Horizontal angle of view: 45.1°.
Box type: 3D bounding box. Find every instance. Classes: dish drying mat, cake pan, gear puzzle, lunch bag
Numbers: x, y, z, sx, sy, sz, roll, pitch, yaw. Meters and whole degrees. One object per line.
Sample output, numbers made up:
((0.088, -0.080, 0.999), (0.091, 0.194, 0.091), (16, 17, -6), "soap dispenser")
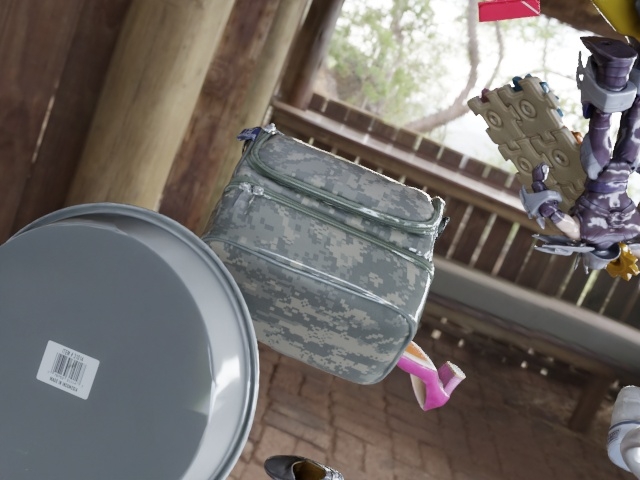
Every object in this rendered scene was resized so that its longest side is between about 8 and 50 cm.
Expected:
((0.262, -0.321, 1.071), (0.083, 0.032, 0.008), (-2, 47, 15), "dish drying mat")
((-0.198, 0.111, 0.648), (0.293, 0.293, 0.054), (25, 2, 13), "cake pan")
((0.346, -0.082, 1.057), (0.339, 0.044, 0.175), (53, -16, -11), "gear puzzle")
((0.000, 0.000, 1.008), (0.305, 0.213, 0.256), (22, 52, 1), "lunch bag")

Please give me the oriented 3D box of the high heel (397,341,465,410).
((0.177, 0.267, 1.503), (0.244, 0.117, 0.082), (27, 20, -46), "high heel")

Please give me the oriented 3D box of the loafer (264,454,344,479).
((-0.039, 0.432, 1.453), (0.170, 0.062, 0.061), (1, -35, 30), "loafer")

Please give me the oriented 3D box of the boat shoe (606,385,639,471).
((0.593, 0.275, 1.068), (0.367, 0.136, 0.156), (11, 51, 16), "boat shoe")

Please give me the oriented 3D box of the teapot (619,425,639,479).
((0.326, 0.153, 0.562), (0.187, 0.256, 0.252), (35, 22, 24), "teapot")

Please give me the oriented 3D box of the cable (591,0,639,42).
((0.299, -0.127, 0.579), (0.139, 0.287, 0.072), (-14, 29, 37), "cable")

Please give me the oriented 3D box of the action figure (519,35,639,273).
((0.326, -0.087, 0.869), (0.185, 0.285, 0.099), (-9, 28, -17), "action figure")
